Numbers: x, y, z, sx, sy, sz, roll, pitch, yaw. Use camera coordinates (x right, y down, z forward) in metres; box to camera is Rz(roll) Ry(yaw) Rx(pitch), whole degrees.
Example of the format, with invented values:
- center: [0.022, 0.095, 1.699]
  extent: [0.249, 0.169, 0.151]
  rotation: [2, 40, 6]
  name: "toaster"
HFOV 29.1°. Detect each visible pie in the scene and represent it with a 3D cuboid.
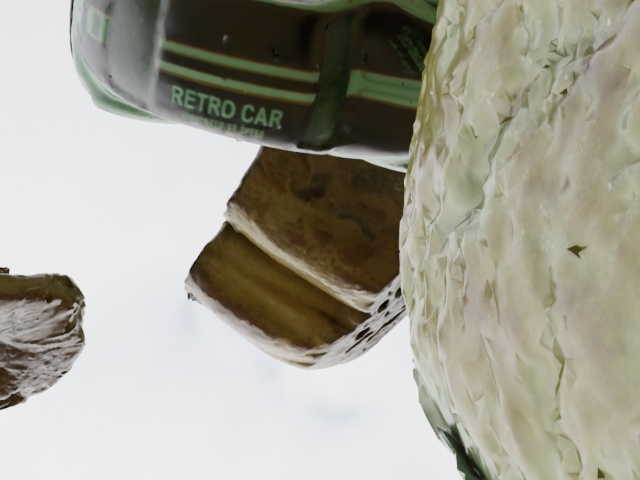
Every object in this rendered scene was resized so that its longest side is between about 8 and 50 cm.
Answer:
- center: [0.155, -0.065, 0.440]
  extent: [0.181, 0.395, 0.418]
  rotation: [3, -135, -24]
  name: "pie"
- center: [-0.286, 0.085, 1.039]
  extent: [0.195, 0.195, 0.046]
  rotation: [-5, -132, -38]
  name: "pie"

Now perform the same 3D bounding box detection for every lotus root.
- center: [0.000, 0.000, 1.349]
  extent: [0.250, 0.316, 0.316]
  rotation: [40, -125, 9]
  name: "lotus root"

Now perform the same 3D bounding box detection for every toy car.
- center: [-0.019, -0.120, 0.791]
  extent: [0.306, 0.136, 0.125]
  rotation: [13, -154, 0]
  name: "toy car"
